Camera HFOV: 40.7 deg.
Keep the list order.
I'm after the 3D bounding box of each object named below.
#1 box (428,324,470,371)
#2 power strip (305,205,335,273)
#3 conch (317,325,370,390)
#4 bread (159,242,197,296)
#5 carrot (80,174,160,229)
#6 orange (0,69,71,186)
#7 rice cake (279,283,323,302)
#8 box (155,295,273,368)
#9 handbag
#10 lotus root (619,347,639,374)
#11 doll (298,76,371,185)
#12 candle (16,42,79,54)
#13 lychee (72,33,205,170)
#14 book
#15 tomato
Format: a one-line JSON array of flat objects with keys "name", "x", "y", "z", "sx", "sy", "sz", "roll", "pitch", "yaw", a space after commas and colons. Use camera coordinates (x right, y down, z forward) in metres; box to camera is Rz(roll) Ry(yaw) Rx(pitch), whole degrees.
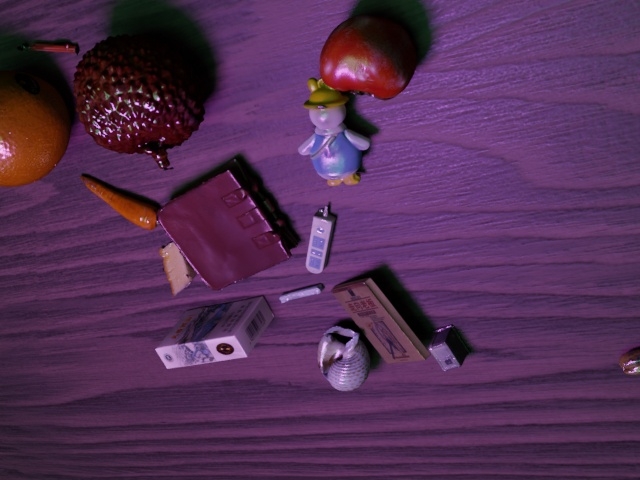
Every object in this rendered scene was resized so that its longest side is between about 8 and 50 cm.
[{"name": "box", "x": 0.286, "y": 0.245, "z": 1.942, "sx": 0.060, "sy": 0.063, "sz": 0.084, "roll": -23, "pitch": 107, "yaw": 36}, {"name": "power strip", "x": 0.000, "y": 0.000, "z": 1.946, "sx": 0.047, "sy": 0.030, "sz": 0.191, "roll": 20, "pitch": 127, "yaw": 13}, {"name": "conch", "x": 0.059, "y": 0.281, "z": 2.053, "sx": 0.135, "sy": 0.102, "sz": 0.153, "roll": 19, "pitch": 94, "yaw": 28}, {"name": "bread", "x": -0.357, "y": 0.063, "z": 2.131, "sx": 0.084, "sy": 0.080, "sz": 0.109, "roll": -32, "pitch": 105, "yaw": 35}, {"name": "carrot", "x": -0.493, "y": -0.094, "z": 2.112, "sx": 0.257, "sy": 0.061, "sz": 0.061, "roll": 27, "pitch": 128, "yaw": 11}, {"name": "orange", "x": -0.709, "y": -0.257, "z": 1.981, "sx": 0.274, "sy": 0.274, "sz": 0.274, "roll": 13, "pitch": 125, "yaw": 19}, {"name": "rice cake", "x": -0.045, "y": 0.126, "z": 2.054, "sx": 0.121, "sy": 0.022, "sz": 0.021, "roll": -17, "pitch": 112, "yaw": 33}, {"name": "box", "x": -0.262, "y": 0.228, "z": 2.136, "sx": 0.256, "sy": 0.164, "sz": 0.069, "roll": -13, "pitch": 116, "yaw": 32}, {"name": "handbag", "x": -0.218, "y": -0.029, "z": 2.002, "sx": 0.275, "sy": 0.084, "sz": 0.260, "roll": -27, "pitch": 105, "yaw": 36}, {"name": "lotus root", "x": 0.662, "y": 0.247, "z": 1.765, "sx": 0.099, "sy": 0.049, "sz": 0.054, "roll": -21, "pitch": 101, "yaw": 35}, {"name": "doll", "x": 0.025, "y": -0.217, "z": 1.753, "sx": 0.135, "sy": 0.099, "sz": 0.241, "roll": 18, "pitch": 129, "yaw": 44}, {"name": "candle", "x": -0.627, "y": -0.444, "z": 1.976, "sx": 0.167, "sy": 0.021, "sz": 0.026, "roll": 7, "pitch": 143, "yaw": 21}, {"name": "lychee", "x": -0.374, "y": -0.287, "z": 1.797, "sx": 0.264, "sy": 0.264, "sz": 0.300, "roll": -25, "pitch": 88, "yaw": 36}, {"name": "book", "x": 0.134, "y": 0.186, "z": 1.964, "sx": 0.231, "sy": 0.026, "sz": 0.161, "roll": 52, "pitch": 151, "yaw": -10}, {"name": "tomato", "x": 0.089, "y": -0.340, "z": 1.599, "sx": 0.187, "sy": 0.187, "sz": 0.151, "roll": 21, "pitch": 105, "yaw": 13}]
